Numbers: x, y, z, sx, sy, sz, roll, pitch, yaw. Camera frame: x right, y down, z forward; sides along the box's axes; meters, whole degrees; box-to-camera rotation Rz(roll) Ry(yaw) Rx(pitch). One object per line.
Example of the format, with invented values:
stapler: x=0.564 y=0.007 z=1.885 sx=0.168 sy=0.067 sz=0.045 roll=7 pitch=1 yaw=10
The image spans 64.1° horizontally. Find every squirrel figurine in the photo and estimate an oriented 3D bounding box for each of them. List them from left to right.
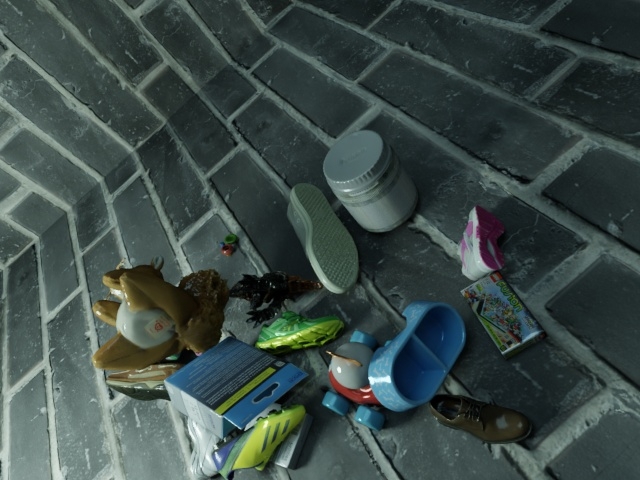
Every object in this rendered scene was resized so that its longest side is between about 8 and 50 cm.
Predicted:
squirrel figurine: x=-0.484 y=0.196 z=1.575 sx=0.370 sy=0.396 sz=0.281 roll=34 pitch=112 yaw=63

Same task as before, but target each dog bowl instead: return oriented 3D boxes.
dog bowl: x=0.240 y=0.267 z=1.213 sx=0.297 sy=0.166 sz=0.074 roll=-48 pitch=8 yaw=-27

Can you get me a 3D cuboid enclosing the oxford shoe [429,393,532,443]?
oxford shoe: x=0.345 y=0.391 z=1.130 sx=0.227 sy=0.096 sz=0.083 roll=-1 pitch=56 yaw=34

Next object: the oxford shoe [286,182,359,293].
oxford shoe: x=0.000 y=0.000 z=1.667 sx=0.449 sy=0.169 sz=0.130 roll=65 pitch=144 yaw=37

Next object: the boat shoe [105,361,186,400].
boat shoe: x=-0.575 y=0.467 z=1.730 sx=0.324 sy=0.123 sz=0.120 roll=-4 pitch=50 yaw=24

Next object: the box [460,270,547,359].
box: x=0.447 y=0.178 z=1.261 sx=0.114 sy=0.036 sz=0.207 roll=-34 pitch=44 yaw=9

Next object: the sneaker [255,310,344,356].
sneaker: x=-0.072 y=0.260 z=1.520 sx=0.295 sy=0.109 sz=0.124 roll=-17 pitch=53 yaw=25

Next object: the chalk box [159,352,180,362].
chalk box: x=-0.544 y=0.329 z=1.749 sx=0.213 sy=0.132 sz=0.132 roll=-23 pitch=43 yaw=47

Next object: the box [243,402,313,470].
box: x=-0.124 y=0.526 z=1.404 sx=0.186 sy=0.038 sz=0.145 roll=4 pitch=61 yaw=37

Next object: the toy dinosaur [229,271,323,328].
toy dinosaur: x=-0.156 y=0.149 z=1.632 sx=0.322 sy=0.164 sz=0.218 roll=-29 pitch=1 yaw=23

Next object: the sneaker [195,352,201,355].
sneaker: x=-0.441 y=0.345 z=1.759 sx=0.047 sy=0.057 sz=0.119 roll=-49 pitch=43 yaw=-3

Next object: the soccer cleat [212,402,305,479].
soccer cleat: x=-0.151 y=0.531 z=1.350 sx=0.289 sy=0.093 sz=0.121 roll=-32 pitch=76 yaw=7

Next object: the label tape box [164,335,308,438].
label tape box: x=-0.231 y=0.418 z=1.433 sx=0.347 sy=0.115 sz=0.249 roll=14 pitch=33 yaw=40

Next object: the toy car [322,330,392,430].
toy car: x=0.080 y=0.315 z=1.275 sx=0.210 sy=0.238 sz=0.219 roll=10 pitch=64 yaw=40

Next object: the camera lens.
camera lens: x=0.159 y=-0.173 z=1.565 sx=0.219 sy=0.274 sz=0.219 roll=-19 pitch=49 yaw=23

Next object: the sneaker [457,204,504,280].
sneaker: x=0.416 y=0.005 z=1.366 sx=0.111 sy=0.103 sz=0.252 roll=-49 pitch=12 yaw=42

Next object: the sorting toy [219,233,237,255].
sorting toy: x=-0.351 y=0.023 z=1.961 sx=0.061 sy=0.042 sz=0.102 roll=0 pitch=44 yaw=17

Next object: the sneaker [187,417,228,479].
sneaker: x=-0.314 y=0.569 z=1.486 sx=0.115 sy=0.090 sz=0.232 roll=-24 pitch=56 yaw=11
